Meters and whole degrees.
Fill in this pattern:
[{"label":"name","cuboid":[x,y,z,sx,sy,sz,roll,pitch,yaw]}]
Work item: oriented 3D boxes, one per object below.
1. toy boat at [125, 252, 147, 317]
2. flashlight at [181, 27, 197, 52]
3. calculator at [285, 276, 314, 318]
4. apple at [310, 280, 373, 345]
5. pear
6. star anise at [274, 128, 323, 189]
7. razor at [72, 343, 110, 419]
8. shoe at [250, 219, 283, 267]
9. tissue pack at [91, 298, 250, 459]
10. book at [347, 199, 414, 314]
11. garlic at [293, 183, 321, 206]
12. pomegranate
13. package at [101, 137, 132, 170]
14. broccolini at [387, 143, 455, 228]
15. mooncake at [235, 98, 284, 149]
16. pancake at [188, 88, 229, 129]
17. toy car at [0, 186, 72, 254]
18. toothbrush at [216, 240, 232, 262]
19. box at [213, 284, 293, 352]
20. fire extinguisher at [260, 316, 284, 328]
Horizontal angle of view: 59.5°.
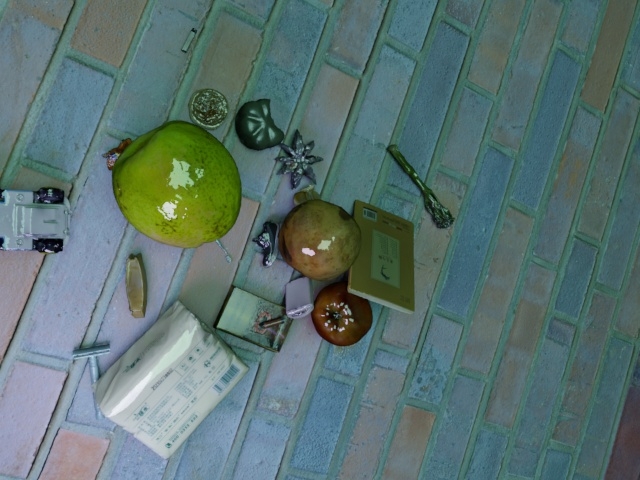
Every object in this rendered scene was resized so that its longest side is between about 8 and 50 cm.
[{"label":"toy boat","cuboid":[-0.573,0.140,1.753,0.065,0.072,0.205,-4,82,-6]},{"label":"flashlight","cuboid":[-0.427,-0.651,1.822,0.018,0.018,0.083,26,82,-19]},{"label":"calculator","cuboid":[-0.072,0.190,1.908,0.100,0.174,0.032,-20,131,13]},{"label":"apple","cuboid":[0.072,0.255,1.927,0.234,0.234,0.233,0,91,-22]},{"label":"pear","cuboid":[-0.409,-0.154,1.660,0.392,0.391,0.390,0,91,-22]},{"label":"star anise","cuboid":[-0.070,-0.276,1.948,0.181,0.061,0.204,25,82,-20]},{"label":"razor","cuboid":[-0.689,0.440,1.724,0.106,0.068,0.231,-8,99,-21]},{"label":"shoe","cuboid":[-0.188,0.007,1.906,0.100,0.071,0.168,18,81,-18]},{"label":"tissue pack","cuboid":[-0.453,0.420,1.716,0.380,0.207,0.297,-45,121,-14]},{"label":"book","cuboid":[0.224,0.052,1.992,0.269,0.032,0.388,22,53,-20]},{"label":"garlic","cuboid":[-0.045,-0.135,1.955,0.113,0.074,0.094,-14,67,-27]},{"label":"pomegranate","cuboid":[0.000,0.000,1.833,0.282,0.281,0.280,0,91,-22]},{"label":"package","cuboid":[-0.622,-0.266,1.746,0.111,0.033,0.077,-31,92,-23]},{"label":"broccolini","cuboid":[0.382,-0.200,2.119,0.392,0.074,0.078,48,68,-17]},{"label":"mooncake","cuboid":[-0.197,-0.388,1.876,0.175,0.104,0.168,37,73,-22]},{"label":"pancake","cuboid":[-0.368,-0.436,1.847,0.140,0.022,0.139,0,90,-21]},{"label":"toy car","cuboid":[-0.868,-0.058,1.579,0.315,0.166,0.198,-1,91,-39]},{"label":"toothbrush","cuboid":[-0.346,0.006,1.872,0.014,0.011,0.167,-35,103,-12]},{"label":"box","cuboid":[-0.222,0.268,1.897,0.240,0.071,0.159,27,79,-19]},{"label":"fire extinguisher","cuboid":[-0.163,0.275,1.868,0.083,0.022,0.028,-13,132,-21]}]
